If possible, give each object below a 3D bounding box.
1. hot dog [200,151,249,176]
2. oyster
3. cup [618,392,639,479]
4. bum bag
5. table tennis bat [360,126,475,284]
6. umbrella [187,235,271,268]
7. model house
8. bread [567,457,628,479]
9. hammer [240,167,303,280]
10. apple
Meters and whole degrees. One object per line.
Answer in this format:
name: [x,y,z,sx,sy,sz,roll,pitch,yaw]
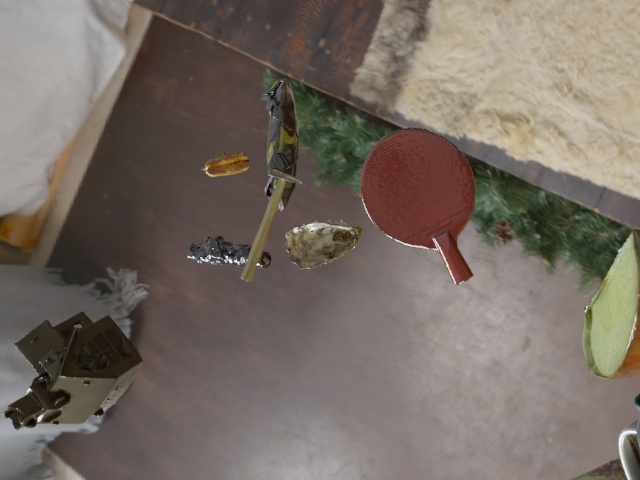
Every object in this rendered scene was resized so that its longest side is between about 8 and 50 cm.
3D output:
hot dog: [-0.239,-0.194,1.838,0.041,0.133,0.056,13,115,60]
oyster: [0.008,0.000,1.653,0.177,0.056,0.105,-25,79,7]
cup: [0.547,0.326,1.001,0.290,0.219,0.257,-26,85,63]
bum bag: [-0.066,-0.165,1.249,0.060,0.107,0.232,-2,85,3]
table tennis bat: [0.259,-0.076,1.749,0.268,0.051,0.414,-27,105,11]
umbrella: [-0.202,0.027,1.612,0.224,0.080,0.071,9,118,39]
model house: [-0.524,0.270,1.438,0.204,0.243,0.211,48,129,7]
bread: [0.399,0.522,1.234,0.338,0.187,0.155,-38,107,23]
hammer: [-0.088,-0.021,1.202,0.198,0.062,0.013,-69,24,15]
apple: [0.553,0.111,1.221,0.179,0.346,0.254,34,65,23]
